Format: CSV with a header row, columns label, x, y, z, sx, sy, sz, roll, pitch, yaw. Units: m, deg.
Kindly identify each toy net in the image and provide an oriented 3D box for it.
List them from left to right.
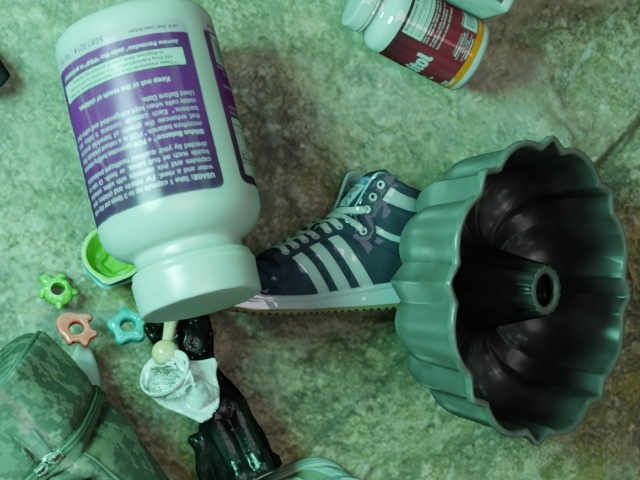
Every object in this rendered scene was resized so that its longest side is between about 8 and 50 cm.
label,x,y,z,sx,sy,sz,roll,pitch,yaw
toy net,-0.192,0.095,1.672,0.122,0.045,0.232,-30,68,-20

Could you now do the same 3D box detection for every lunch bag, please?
label,x,y,z,sx,sy,sz,roll,pitch,yaw
lunch bag,-0.297,0.272,1.566,0.305,0.212,0.256,-40,102,5

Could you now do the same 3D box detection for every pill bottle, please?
label,x,y,z,sx,sy,sz,roll,pitch,yaw
pill bottle,-0.156,-0.077,1.639,0.169,0.169,0.301,-11,78,-18
pill bottle,0.104,-0.235,1.804,0.152,0.086,0.086,25,82,-16

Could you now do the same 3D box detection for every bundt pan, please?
label,x,y,z,sx,sy,sz,roll,pitch,yaw
bundt pan,0.197,0.051,1.768,0.331,0.124,0.331,-2,93,-46

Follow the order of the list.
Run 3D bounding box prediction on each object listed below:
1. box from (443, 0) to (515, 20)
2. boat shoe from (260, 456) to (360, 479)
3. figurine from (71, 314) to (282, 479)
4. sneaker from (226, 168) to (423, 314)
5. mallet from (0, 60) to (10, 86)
label,x,y,z,sx,sy,sz,roll,pitch,yaw
box,0.157,-0.366,1.806,0.182,0.119,0.181,32,80,-16
boat shoe,-0.094,0.335,1.720,0.320,0.103,0.118,-26,95,-14
figurine,-0.179,0.186,1.714,0.215,0.092,0.209,-23,88,-17
sneaker,0.000,0.000,1.759,0.282,0.099,0.153,-2,95,-25
mallet,-0.411,-0.142,1.659,0.189,0.039,0.062,-33,101,-12
